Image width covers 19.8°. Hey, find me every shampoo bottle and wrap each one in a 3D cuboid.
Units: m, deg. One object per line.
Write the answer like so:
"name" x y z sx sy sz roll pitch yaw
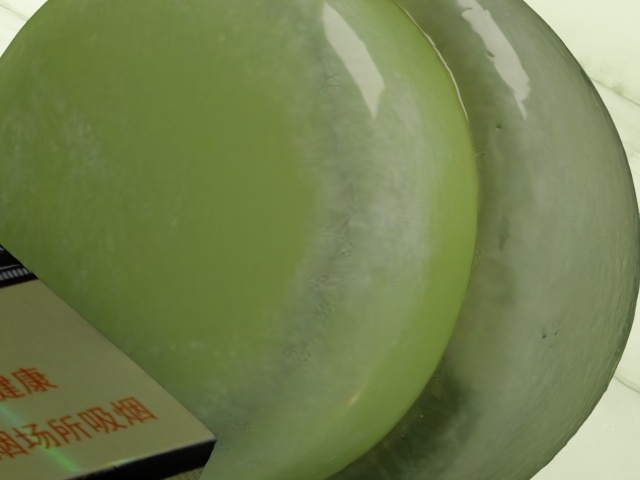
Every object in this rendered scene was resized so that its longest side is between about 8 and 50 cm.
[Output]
"shampoo bottle" 0.000 0.000 0.934 0.322 0.322 0.317 38 17 31

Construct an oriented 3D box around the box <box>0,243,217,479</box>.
"box" -0.215 0.036 0.726 0.310 0.084 0.198 39 26 28
